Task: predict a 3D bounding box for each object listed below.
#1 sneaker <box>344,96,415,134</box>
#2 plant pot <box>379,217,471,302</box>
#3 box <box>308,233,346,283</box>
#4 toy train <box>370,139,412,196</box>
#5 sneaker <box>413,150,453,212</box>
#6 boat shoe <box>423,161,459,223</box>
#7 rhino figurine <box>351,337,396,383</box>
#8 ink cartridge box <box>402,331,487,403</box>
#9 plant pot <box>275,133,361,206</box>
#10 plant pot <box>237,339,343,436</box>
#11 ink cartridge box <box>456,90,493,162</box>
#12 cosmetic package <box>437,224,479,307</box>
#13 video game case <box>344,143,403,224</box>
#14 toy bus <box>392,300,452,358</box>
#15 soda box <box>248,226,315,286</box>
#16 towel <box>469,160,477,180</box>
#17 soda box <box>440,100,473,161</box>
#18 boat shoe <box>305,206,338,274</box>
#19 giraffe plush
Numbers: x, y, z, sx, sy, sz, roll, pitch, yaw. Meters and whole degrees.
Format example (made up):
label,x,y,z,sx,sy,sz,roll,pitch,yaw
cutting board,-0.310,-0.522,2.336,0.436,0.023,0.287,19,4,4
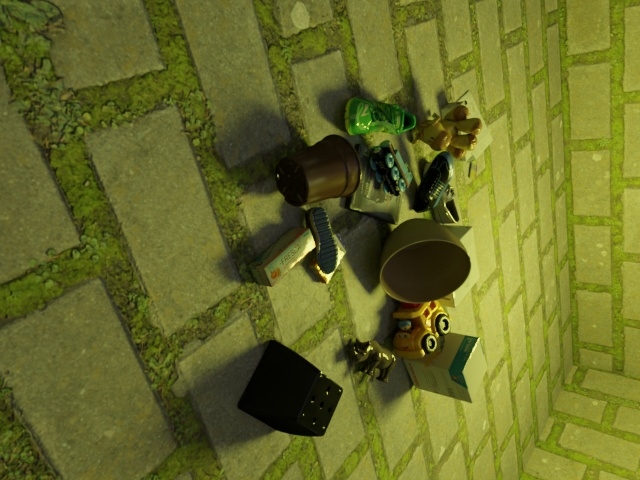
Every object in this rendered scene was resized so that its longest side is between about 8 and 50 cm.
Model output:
label,x,y,z,sx,sy,sz,roll,pitch,yaw
sneaker,0.177,-0.364,1.452,0.295,0.123,0.110,-14,106,-47
plant pot,0.319,0.038,1.596,0.284,0.283,0.191,54,21,-38
box,0.024,0.045,1.404,0.136,0.028,0.081,-59,134,-29
toy train,0.214,-0.223,1.517,0.184,0.080,0.105,57,45,-34
sneaker,0.382,-0.192,1.697,0.090,0.081,0.232,-27,141,-38
boat shoe,0.451,-0.170,1.823,0.096,0.088,0.268,-44,126,-36
rhino figurine,0.164,0.373,1.575,0.243,0.073,0.106,38,71,-44
ink cartridge box,0.452,0.444,1.795,0.168,0.232,0.171,-49,129,-36
plant pot,-0.012,-0.167,1.241,0.165,0.166,0.167,-24,113,-38
plant pot,-0.058,0.389,1.247,0.188,0.166,0.188,49,59,-42
ink cartridge box,0.594,-0.457,1.998,0.189,0.066,0.232,-43,105,-37
cosmetic package,0.474,0.089,1.846,0.224,0.138,0.225,-37,123,-40
video game case,0.180,-0.169,1.559,0.274,0.026,0.196,13,85,-48
toy bus,0.322,0.265,1.703,0.220,0.149,0.212,-41,111,-35
soda box,-0.093,0.037,1.237,0.183,0.062,0.058,-43,125,-38
towel,0.643,-0.298,2.090,0.060,0.009,0.084,7,89,-49
soda box,0.521,-0.412,1.888,0.074,0.069,0.216,-42,124,-37
boat shoe,0.000,0.000,1.331,0.066,0.066,0.183,-14,100,-30
giraffe plush,0.414,-0.369,1.690,0.170,0.210,0.182,-21,135,-40
